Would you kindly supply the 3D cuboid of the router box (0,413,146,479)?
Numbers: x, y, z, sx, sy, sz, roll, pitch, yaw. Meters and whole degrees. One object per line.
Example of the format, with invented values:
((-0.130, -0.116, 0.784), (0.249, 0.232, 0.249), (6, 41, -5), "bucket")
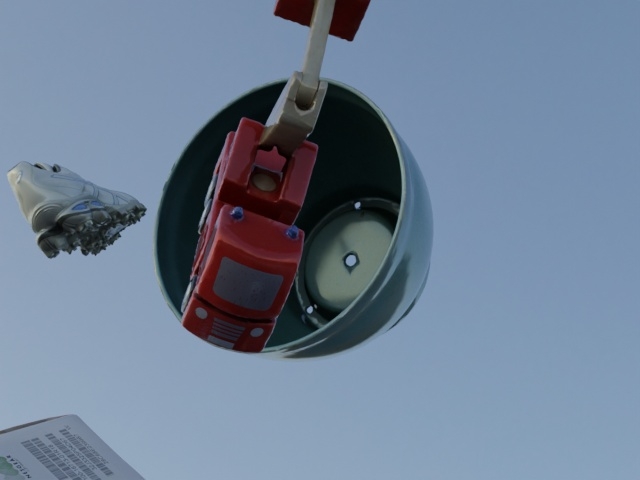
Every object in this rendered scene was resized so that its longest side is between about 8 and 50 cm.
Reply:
((-0.085, 0.303, 0.639), (0.335, 0.082, 0.301), (35, -63, 29), "router box")

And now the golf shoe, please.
((-0.204, -0.035, 1.121), (0.069, 0.086, 0.176), (-40, -7, 6), "golf shoe")

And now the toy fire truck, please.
((-0.020, -0.051, 0.675), (0.047, 0.192, 0.135), (19, -53, -9), "toy fire truck")

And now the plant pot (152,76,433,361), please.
((0.000, 0.000, 1.402), (0.293, 0.293, 0.196), (-9, -23, 28), "plant pot")
